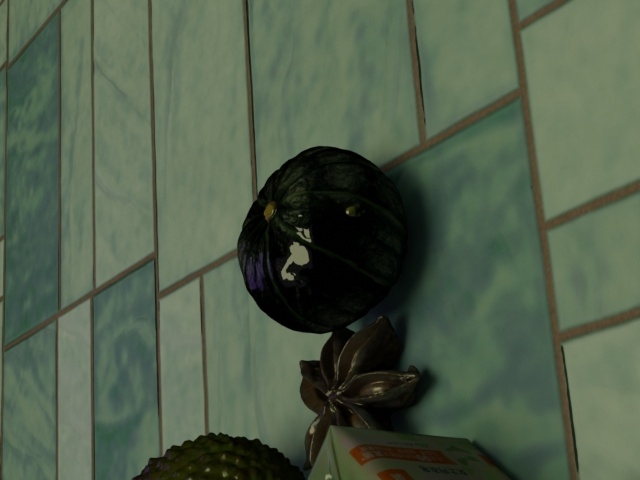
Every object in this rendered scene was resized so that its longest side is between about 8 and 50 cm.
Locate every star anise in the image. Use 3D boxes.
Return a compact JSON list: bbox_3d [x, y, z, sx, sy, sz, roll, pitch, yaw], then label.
[{"bbox_3d":[0.045,0.181,1.343,0.197,0.073,0.212,-32,47,40],"label":"star anise"}]

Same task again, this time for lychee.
[{"bbox_3d":[-0.132,0.374,1.413,0.320,0.270,0.270,104,151,-42],"label":"lychee"}]

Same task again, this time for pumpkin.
[{"bbox_3d":[0.000,0.000,1.364,0.220,0.162,0.220,-38,35,33],"label":"pumpkin"}]

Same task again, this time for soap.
[{"bbox_3d":[0.101,0.283,1.130,0.182,0.199,0.138,41,114,53],"label":"soap"}]
